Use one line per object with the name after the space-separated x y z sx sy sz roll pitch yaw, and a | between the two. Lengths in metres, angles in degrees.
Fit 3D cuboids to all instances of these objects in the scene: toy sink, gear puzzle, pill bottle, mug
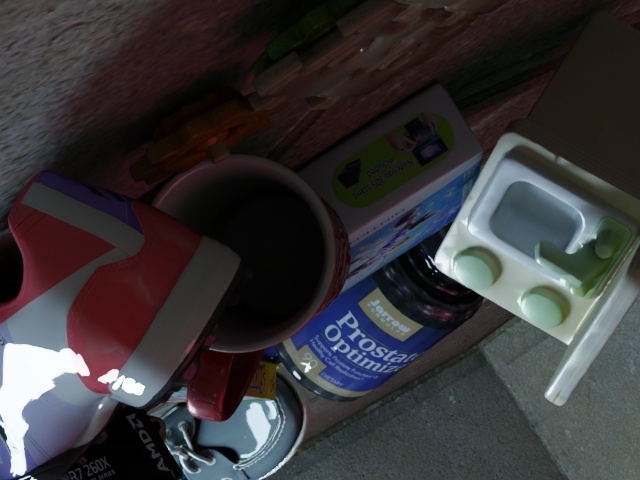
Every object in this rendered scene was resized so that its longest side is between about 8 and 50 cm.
0.177 -0.027 1.294 0.234 0.131 0.153 -55 172 -43 | toy sink
0.043 -0.124 0.896 0.339 0.044 0.175 -33 173 19 | gear puzzle
0.063 0.040 1.575 0.123 0.123 0.219 -23 167 -48 | pill bottle
-0.049 0.021 1.115 0.150 0.113 0.169 -48 174 5 | mug

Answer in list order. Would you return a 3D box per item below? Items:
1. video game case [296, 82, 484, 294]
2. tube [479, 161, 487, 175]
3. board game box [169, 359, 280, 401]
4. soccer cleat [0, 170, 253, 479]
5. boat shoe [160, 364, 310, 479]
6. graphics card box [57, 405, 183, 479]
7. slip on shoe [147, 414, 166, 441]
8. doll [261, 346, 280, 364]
0.000 0.000 1.340 0.244 0.061 0.269 -32 172 -1 | video game case
0.070 0.017 1.691 0.240 0.062 0.070 125 -21 -44 | tube
-0.118 0.090 1.244 0.124 0.039 0.259 -1 175 15 | board game box
-0.145 0.051 0.983 0.108 0.116 0.318 -60 -169 -28 | soccer cleat
-0.134 0.232 1.966 0.319 0.116 0.099 -34 177 41 | boat shoe
-0.312 0.272 1.621 0.233 0.094 0.371 -38 169 30 | graphics card box
-0.210 0.221 1.836 0.135 0.051 0.041 -33 177 -21 | slip on shoe
-0.053 0.099 1.734 0.129 0.046 0.189 -50 166 20 | doll
